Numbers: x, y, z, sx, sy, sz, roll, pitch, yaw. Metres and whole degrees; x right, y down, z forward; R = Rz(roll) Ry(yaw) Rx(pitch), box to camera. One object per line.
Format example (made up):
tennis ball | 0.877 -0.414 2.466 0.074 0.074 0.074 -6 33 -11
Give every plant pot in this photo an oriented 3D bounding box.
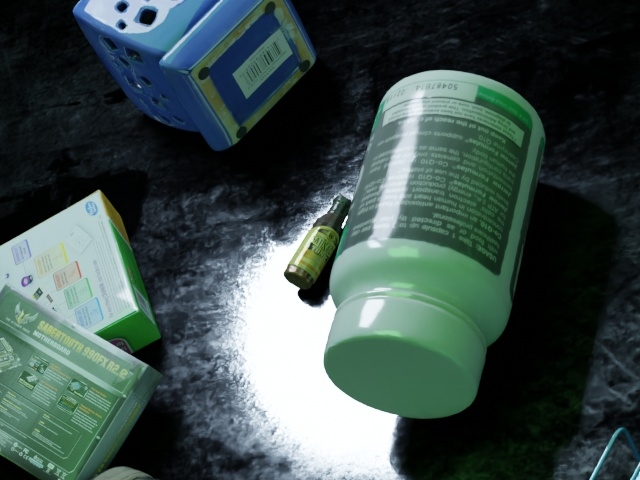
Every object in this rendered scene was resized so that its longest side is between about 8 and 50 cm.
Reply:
plant pot | -0.151 -0.275 2.252 0.236 0.236 0.212 -46 54 -12

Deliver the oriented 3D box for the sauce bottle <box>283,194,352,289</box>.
sauce bottle | 0.000 0.000 2.066 0.042 0.042 0.128 13 62 35

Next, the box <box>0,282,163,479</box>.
box | -0.334 0.183 2.021 0.231 0.056 0.183 27 79 22

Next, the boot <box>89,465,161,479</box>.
boot | -0.160 0.354 1.693 0.284 0.138 0.377 7 16 20

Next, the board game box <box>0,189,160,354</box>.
board game box | -0.384 0.101 2.172 0.316 0.064 0.242 -28 46 5

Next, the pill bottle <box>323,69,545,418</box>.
pill bottle | 0.126 0.003 1.884 0.204 0.204 0.361 -2 52 27

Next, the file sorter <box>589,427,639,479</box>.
file sorter | 0.350 0.266 1.616 0.170 0.104 0.118 15 61 37
